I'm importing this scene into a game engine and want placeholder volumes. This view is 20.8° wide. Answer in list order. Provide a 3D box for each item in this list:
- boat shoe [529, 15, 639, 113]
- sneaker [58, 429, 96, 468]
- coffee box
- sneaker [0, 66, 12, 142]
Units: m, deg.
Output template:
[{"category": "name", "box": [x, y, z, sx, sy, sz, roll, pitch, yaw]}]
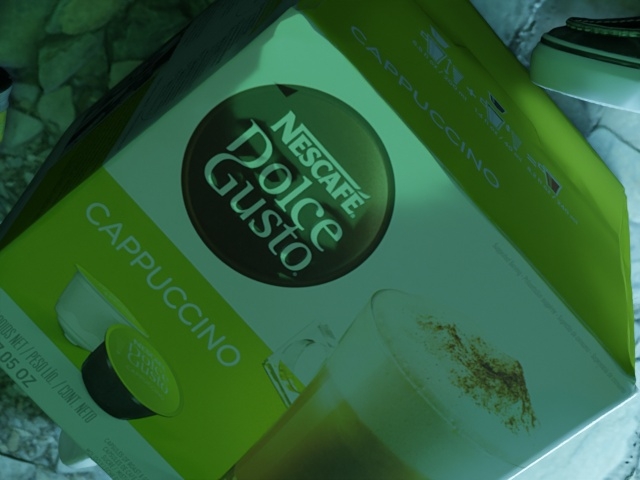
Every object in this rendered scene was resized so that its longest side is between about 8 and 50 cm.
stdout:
[{"category": "boat shoe", "box": [0.323, -0.153, 1.282, 0.335, 0.121, 0.119, 2, 107, -3]}, {"category": "sneaker", "box": [-0.132, 0.155, 1.513, 0.212, 0.080, 0.094, -30, 130, 26]}, {"category": "coffee box", "box": [0.000, 0.000, 1.268, 0.334, 0.338, 0.337, -37, 104, 22]}, {"category": "sneaker", "box": [-0.347, -0.077, 1.402, 0.208, 0.081, 0.094, -12, 132, -20]}]
